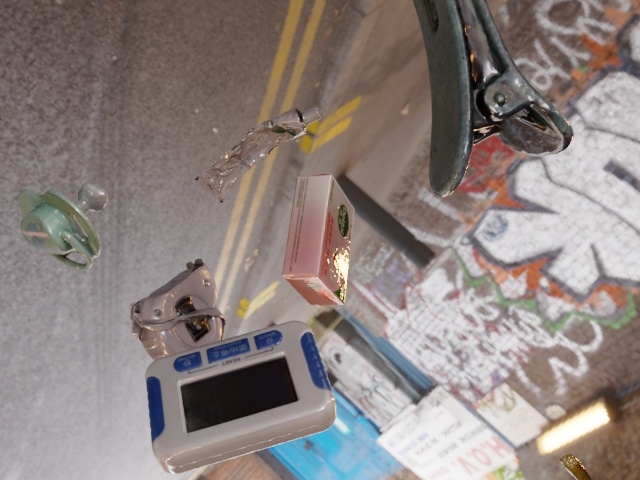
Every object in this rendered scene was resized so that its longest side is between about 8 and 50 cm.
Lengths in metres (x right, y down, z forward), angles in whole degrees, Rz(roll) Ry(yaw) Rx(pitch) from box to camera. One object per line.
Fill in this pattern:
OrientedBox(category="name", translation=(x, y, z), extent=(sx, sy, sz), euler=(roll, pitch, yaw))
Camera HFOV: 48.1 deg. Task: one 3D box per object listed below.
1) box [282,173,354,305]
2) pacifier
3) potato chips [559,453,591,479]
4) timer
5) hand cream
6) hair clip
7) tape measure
OrientedBox(category="box", translation=(0.000, 0.000, 0.798), extent=(0.089, 0.043, 0.125), euler=(49, 43, -58))
OrientedBox(category="pacifier", translation=(-0.322, -0.028, 0.939), extent=(0.150, 0.127, 0.116), euler=(-5, -149, 43))
OrientedBox(category="potato chips", translation=(0.360, 0.339, 0.975), extent=(0.037, 0.026, 0.204), euler=(-40, 132, -8))
OrientedBox(category="timer", translation=(-0.115, 0.222, 1.018), extent=(0.253, 0.178, 0.078), euler=(-14, 133, -6))
OrientedBox(category="hand cream", translation=(-0.111, -0.171, 1.329), extent=(0.257, 0.050, 0.084), euler=(-36, 143, 3))
OrientedBox(category="hair clip", translation=(0.046, -0.160, 0.400), extent=(0.083, 0.275, 0.048), euler=(-21, 170, -14))
OrientedBox(category="tape measure", translation=(-0.294, 0.176, 1.526), extent=(0.120, 0.197, 0.236), euler=(-21, -169, 36))
